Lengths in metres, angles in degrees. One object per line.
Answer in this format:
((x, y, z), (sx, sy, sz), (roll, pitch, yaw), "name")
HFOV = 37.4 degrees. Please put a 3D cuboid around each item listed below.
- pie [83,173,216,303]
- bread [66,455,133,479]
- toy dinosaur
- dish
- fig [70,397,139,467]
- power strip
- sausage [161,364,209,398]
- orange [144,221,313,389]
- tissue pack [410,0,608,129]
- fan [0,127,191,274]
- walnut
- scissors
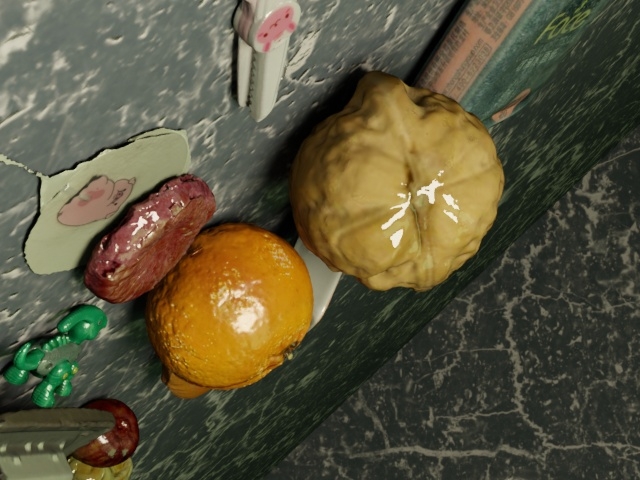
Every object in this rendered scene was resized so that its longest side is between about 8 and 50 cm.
((-0.161, 0.001, 0.903), (0.153, 0.038, 0.153), (-44, 169, -11), "pie")
((-0.348, 0.376, 1.351), (0.128, 0.088, 0.232), (-14, 153, -46), "bread")
((-0.260, 0.106, 0.927), (0.096, 0.059, 0.132), (-59, 167, 11), "toy dinosaur")
((0.000, 0.000, 1.197), (0.234, 0.064, 0.154), (-66, -174, -20), "dish")
((-0.290, 0.250, 1.190), (0.125, 0.089, 0.089), (-24, 176, 31), "fig")
((-0.350, 0.259, 0.955), (0.251, 0.092, 0.257), (-37, 163, 4), "power strip")
((-0.113, 0.121, 1.254), (0.238, 0.098, 0.098), (-39, 164, -26), "sausage")
((-0.097, 0.077, 1.048), (0.193, 0.161, 0.193), (-37, 159, -17), "orange")
((0.243, -0.265, 1.116), (0.228, 0.103, 0.315), (-29, 159, -48), "tissue pack")
((-0.198, -0.040, 0.762), (0.182, 0.010, 0.310), (-45, 166, 4), "fan")
((0.075, -0.061, 1.020), (0.224, 0.257, 0.257), (-16, 160, -6), "walnut")
((-0.043, -0.179, 0.754), (0.118, 0.030, 0.242), (-35, 160, -28), "scissors")
